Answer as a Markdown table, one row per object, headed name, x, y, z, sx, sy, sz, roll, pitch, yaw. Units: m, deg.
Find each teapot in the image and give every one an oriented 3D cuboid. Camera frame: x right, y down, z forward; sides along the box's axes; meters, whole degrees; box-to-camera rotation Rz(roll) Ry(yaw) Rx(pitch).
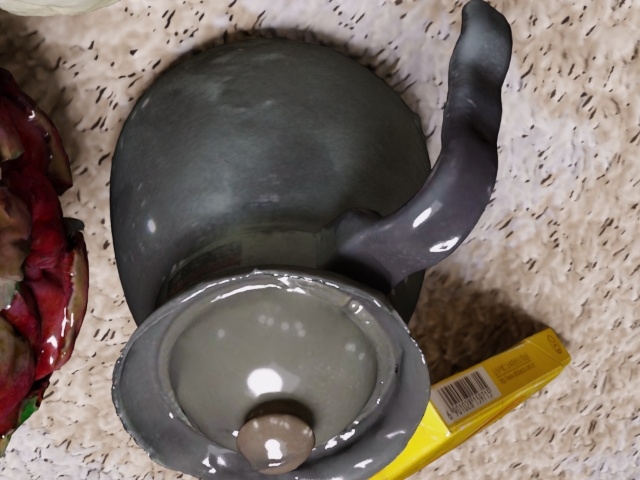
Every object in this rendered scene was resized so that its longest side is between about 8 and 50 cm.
| name | x | y | z | sx | sy | sz | roll | pitch | yaw |
| --- | --- | --- | --- | --- | --- | --- | --- | --- | --- |
| teapot | 0.005 | 0.018 | 0.694 | 0.305 | 0.285 | 0.223 | -20 | 127 | 14 |

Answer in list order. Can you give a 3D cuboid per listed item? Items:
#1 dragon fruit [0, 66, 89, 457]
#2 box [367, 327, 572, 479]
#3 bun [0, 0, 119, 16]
| name | x | y | z | sx | sy | sz | roll | pitch | yaw |
| --- | --- | --- | --- | --- | --- | --- | --- | --- | --- |
| dragon fruit | -0.299 | 0.019 | 0.674 | 0.329 | 0.329 | 0.329 | -1 | 128 | -2 |
| box | 0.084 | 0.138 | 0.838 | 0.152 | 0.043 | 0.269 | -39 | 165 | 26 |
| bun | -0.166 | -0.217 | 0.593 | 0.229 | 0.145 | 0.229 | 1 | 130 | 1 |
